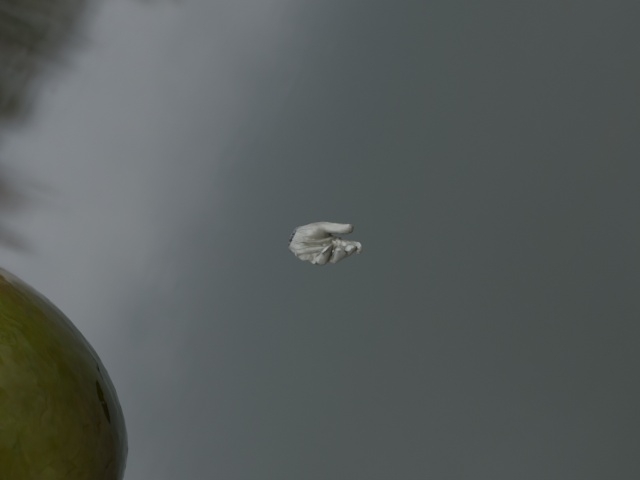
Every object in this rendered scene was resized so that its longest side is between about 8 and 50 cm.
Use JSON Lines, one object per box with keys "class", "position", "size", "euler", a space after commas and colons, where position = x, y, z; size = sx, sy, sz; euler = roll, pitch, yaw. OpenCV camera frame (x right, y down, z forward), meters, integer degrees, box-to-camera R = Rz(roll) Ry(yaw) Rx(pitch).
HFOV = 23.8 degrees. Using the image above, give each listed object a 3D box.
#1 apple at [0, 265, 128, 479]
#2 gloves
{"class": "apple", "position": [-0.194, 0.118, 0.621], "size": [0.261, 0.194, 0.261], "euler": [-64, 2, 3]}
{"class": "gloves", "position": [0.002, 0.001, 1.370], "size": [0.081, 0.037, 0.044], "euler": [15, 84, 39]}
